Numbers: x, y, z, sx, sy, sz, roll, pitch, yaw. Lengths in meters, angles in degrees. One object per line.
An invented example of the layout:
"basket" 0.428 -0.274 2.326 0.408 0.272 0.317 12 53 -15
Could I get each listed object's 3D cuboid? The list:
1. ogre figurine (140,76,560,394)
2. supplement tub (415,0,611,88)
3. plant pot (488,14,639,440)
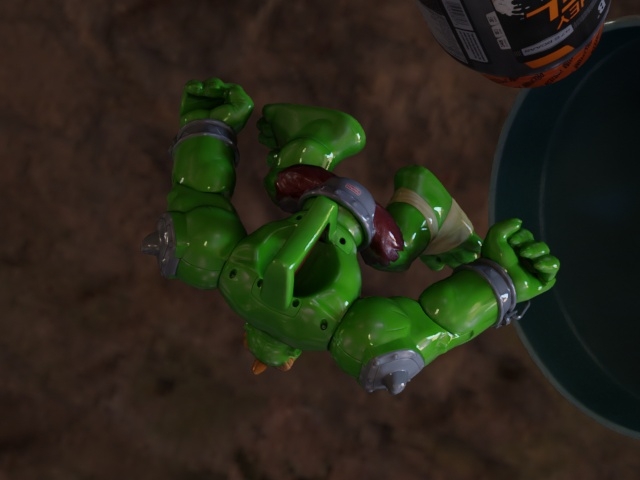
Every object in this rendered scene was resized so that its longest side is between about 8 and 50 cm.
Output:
"ogre figurine" 0.000 0.000 0.937 0.197 0.118 0.097 41 -39 -3
"supplement tub" 0.103 -0.169 1.139 0.117 0.117 0.190 10 -18 22
"plant pot" 0.298 -0.019 1.324 0.255 0.271 0.272 -9 4 -41
